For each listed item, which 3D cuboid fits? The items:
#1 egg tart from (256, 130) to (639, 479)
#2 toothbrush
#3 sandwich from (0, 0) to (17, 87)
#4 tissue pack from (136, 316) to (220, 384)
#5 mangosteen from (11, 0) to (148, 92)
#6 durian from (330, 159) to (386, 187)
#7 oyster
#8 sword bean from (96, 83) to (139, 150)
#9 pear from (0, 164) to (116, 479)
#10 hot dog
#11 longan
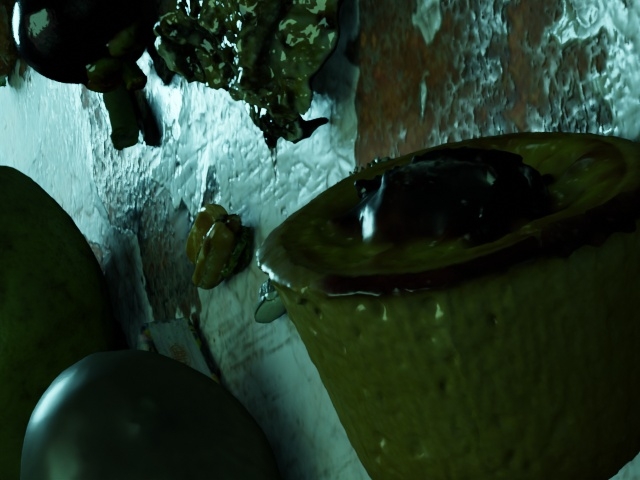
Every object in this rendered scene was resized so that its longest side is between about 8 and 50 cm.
[{"bbox_3d":[0.084,0.033,0.859,0.215,0.215,0.170,27,136,63],"label":"egg tart"},{"bbox_3d":[0.000,0.005,1.244,0.294,0.026,0.028,134,142,-61],"label":"toothbrush"},{"bbox_3d":[-0.422,-0.300,2.106,0.159,0.079,0.235,0,99,57],"label":"sandwich"},{"bbox_3d":[-0.138,0.161,1.562,0.108,0.060,0.148,-123,36,-43],"label":"tissue pack"},{"bbox_3d":[-0.221,-0.200,1.607,0.151,0.137,0.137,43,147,6],"label":"mangosteen"},{"bbox_3d":[0.053,-0.011,1.051,0.140,0.071,0.110,25,158,47],"label":"durian"},{"bbox_3d":[-0.047,-0.181,1.245,0.214,0.083,0.222,48,132,51],"label":"oyster"},{"bbox_3d":[-0.236,-0.190,1.737,0.043,0.038,0.269,-53,43,24],"label":"sword bean"},{"bbox_3d":[-0.381,0.102,1.783,0.352,0.352,0.413,174,92,-67],"label":"pear"},{"bbox_3d":[-0.087,0.005,1.438,0.133,0.041,0.056,121,138,-66],"label":"hot dog"},{"bbox_3d":[-0.143,0.207,1.383,0.246,0.215,0.246,19,126,28],"label":"longan"}]
